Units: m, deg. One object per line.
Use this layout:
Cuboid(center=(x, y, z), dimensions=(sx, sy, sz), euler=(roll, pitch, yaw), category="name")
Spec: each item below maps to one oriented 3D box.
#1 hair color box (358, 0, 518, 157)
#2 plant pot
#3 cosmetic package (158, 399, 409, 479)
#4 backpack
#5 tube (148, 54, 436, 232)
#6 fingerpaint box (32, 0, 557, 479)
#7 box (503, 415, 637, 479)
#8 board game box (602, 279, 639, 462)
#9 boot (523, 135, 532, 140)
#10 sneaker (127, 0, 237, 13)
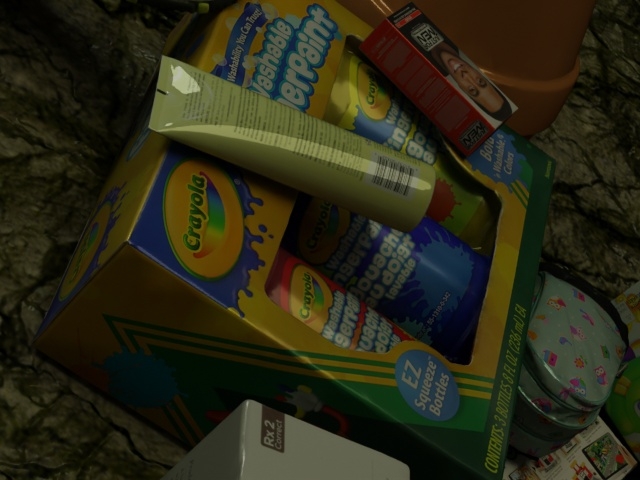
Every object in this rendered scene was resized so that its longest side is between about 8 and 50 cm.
Cuboid(center=(0.108, -0.147, 1.798), dimensions=(0.141, 0.043, 0.072), euler=(46, 30, 2), category="hair color box")
Cuboid(center=(0.170, -0.276, 2.050), dimensions=(0.291, 0.203, 0.291), euler=(23, 33, -16), category="plant pot")
Cuboid(center=(-0.044, 0.243, 1.456), dimensions=(0.151, 0.183, 0.151), euler=(25, 43, -25), category="cosmetic package")
Cuboid(center=(0.205, 0.109, 1.810), dimensions=(0.152, 0.115, 0.182), euler=(34, 38, -2), category="backpack")
Cuboid(center=(-0.024, -0.076, 1.602), dimensions=(0.240, 0.062, 0.070), euler=(22, 0, -16), category="tube")
Cuboid(center=(0.000, 0.000, 1.728), dimensions=(0.371, 0.163, 0.445), euler=(35, 39, -14), category="fingerpaint box")
Cuboid(center=(0.207, 0.214, 1.834), dimensions=(0.114, 0.036, 0.207), euler=(51, 38, 6), category="box")
Cuboid(center=(0.383, 0.166, 1.933), dimensions=(0.275, 0.144, 0.142), euler=(57, 25, 13), category="board game box")
Cuboid(center=(0.189, -0.081, 2.073), dimensions=(0.085, 0.059, 0.158), euler=(61, 36, -5), category="boot")
Cuboid(center=(-0.236, -0.310, 1.710), dimensions=(0.384, 0.147, 0.145), euler=(8, 41, 1), category="sneaker")
